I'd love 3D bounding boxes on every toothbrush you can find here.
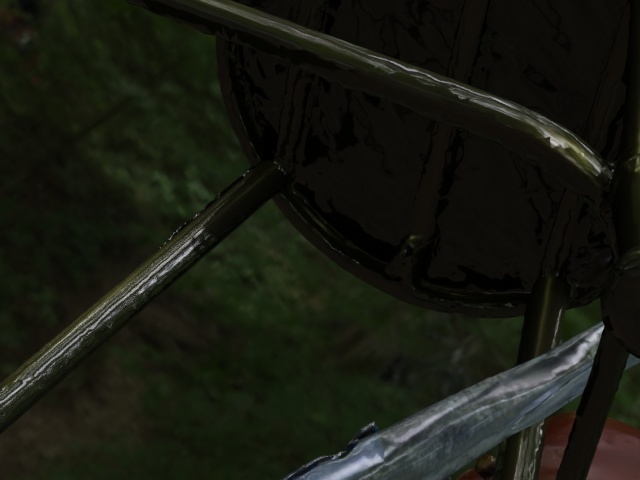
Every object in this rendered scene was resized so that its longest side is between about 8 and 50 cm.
[{"bbox_3d":[0.110,0.046,0.561,0.042,0.413,0.035,47,-30,34],"label":"toothbrush"}]

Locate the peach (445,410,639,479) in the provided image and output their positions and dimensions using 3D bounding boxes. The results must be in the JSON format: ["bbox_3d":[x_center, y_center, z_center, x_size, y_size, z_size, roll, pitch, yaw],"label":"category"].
[{"bbox_3d":[0.240,0.304,1.130,0.362,0.257,0.201,56,-5,18],"label":"peach"}]

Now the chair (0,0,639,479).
[{"bbox_3d":[0.000,0.000,0.639,0.361,0.410,0.365,21,-53,17],"label":"chair"}]
